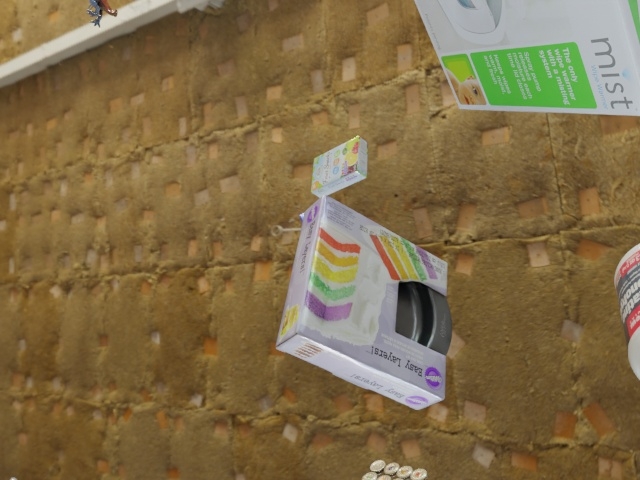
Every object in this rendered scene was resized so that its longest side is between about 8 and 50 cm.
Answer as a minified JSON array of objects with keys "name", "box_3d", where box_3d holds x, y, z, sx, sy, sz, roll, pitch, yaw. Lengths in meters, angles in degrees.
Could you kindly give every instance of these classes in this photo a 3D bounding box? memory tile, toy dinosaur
[{"name":"memory tile","box_3d":[0.147,0.517,1.160,0.148,0.113,0.012,-11,-74,44]},{"name":"toy dinosaur","box_3d":[-0.337,-0.369,0.832,0.090,0.047,0.082,4,-107,7]}]

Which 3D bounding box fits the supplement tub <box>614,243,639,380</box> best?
[{"name":"supplement tub","box_3d":[0.588,0.133,0.864,0.191,0.272,0.191,10,-51,13]}]

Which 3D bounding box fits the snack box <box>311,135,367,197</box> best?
[{"name":"snack box","box_3d":[0.043,-0.168,1.254,0.141,0.037,0.100,-21,-128,39]}]

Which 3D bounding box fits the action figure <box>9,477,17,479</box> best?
[{"name":"action figure","box_3d":[-0.357,0.346,0.533,0.330,0.341,0.178,-1,-96,34]}]

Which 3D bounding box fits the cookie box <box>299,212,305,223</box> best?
[{"name":"cookie box","box_3d":[0.000,0.000,1.170,0.040,0.107,0.091,-26,-134,-8]}]

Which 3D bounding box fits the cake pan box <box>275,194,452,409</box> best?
[{"name":"cake pan box","box_3d":[0.078,0.092,0.813,0.070,0.267,0.245,-37,-149,47]}]

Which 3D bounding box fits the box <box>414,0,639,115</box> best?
[{"name":"box","box_3d":[0.175,-0.244,0.429,0.127,0.261,0.231,-34,-156,-8]}]
